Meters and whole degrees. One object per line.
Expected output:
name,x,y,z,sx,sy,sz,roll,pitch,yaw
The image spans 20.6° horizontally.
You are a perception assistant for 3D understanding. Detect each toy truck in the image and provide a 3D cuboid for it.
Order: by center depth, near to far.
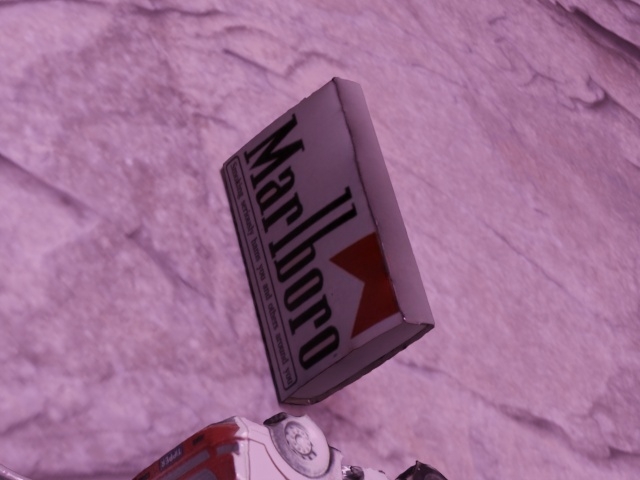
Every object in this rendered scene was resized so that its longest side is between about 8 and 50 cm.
toy truck,0.022,0.196,0.972,0.270,0.114,0.135,27,39,-36

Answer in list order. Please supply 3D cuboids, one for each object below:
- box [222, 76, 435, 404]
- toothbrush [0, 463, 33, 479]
box,0.000,0.000,1.099,0.036,0.115,0.177,14,51,-44
toothbrush,-0.226,0.079,0.860,0.275,0.019,0.025,37,47,-23
